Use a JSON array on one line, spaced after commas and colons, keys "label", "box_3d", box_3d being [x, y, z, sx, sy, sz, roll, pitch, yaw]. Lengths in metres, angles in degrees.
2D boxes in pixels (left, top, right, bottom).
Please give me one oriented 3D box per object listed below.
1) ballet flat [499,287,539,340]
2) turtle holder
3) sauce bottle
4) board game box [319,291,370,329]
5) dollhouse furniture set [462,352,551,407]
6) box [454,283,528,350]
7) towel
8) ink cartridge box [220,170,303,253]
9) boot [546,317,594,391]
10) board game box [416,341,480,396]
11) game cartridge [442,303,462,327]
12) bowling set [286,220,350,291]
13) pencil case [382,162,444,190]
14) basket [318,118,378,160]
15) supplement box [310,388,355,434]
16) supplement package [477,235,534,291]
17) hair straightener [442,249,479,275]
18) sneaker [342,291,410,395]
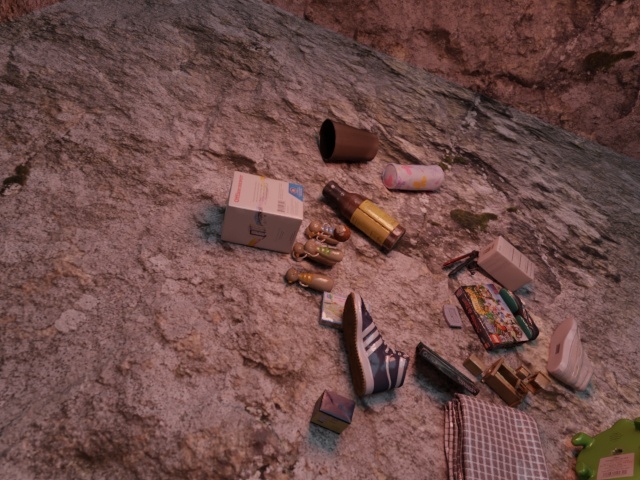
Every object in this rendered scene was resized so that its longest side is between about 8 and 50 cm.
[{"label": "ballet flat", "box_3d": [0.714, 0.259, 1.452, 0.074, 0.074, 0.203, -5, 57, -27]}, {"label": "turtle holder", "box_3d": [0.827, 0.621, 1.079, 0.227, 0.243, 0.320, 57, 11, 10]}, {"label": "sauce bottle", "box_3d": [0.156, -0.103, 1.520, 0.344, 0.111, 0.111, 41, 46, 15]}, {"label": "board game box", "box_3d": [0.076, 0.223, 1.242, 0.154, 0.026, 0.103, 16, 45, -9]}, {"label": "dollhouse furniture set", "box_3d": [0.560, 0.374, 1.212, 0.182, 0.161, 0.101, 45, 48, 18]}, {"label": "box", "box_3d": [0.591, 0.261, 1.414, 0.159, 0.044, 0.233, -1, 49, -24]}, {"label": "towel", "box_3d": [0.443, 0.554, 1.024, 0.235, 0.121, 0.284, 18, 45, -6]}, {"label": "ink cartridge box", "box_3d": [-0.188, -0.090, 1.319, 0.232, 0.168, 0.171, 12, 45, -13]}, {"label": "boot", "box_3d": [0.866, 0.391, 1.391, 0.123, 0.095, 0.258, 39, 54, 6]}, {"label": "board game box", "box_3d": [0.364, 0.368, 1.175, 0.186, 0.026, 0.126, 36, 0, 11]}, {"label": "game cartridge", "box_3d": [0.445, 0.256, 1.378, 0.056, 0.017, 0.083, 11, 46, -18]}, {"label": "bowling set", "box_3d": [0.000, 0.000, 1.305, 0.154, 0.200, 0.287, 17, 41, -6]}, {"label": "pencil case", "box_3d": [0.412, -0.284, 1.798, 0.273, 0.113, 0.124, -3, 42, -26]}, {"label": "basket", "box_3d": [0.128, -0.426, 1.789, 0.227, 0.154, 0.204, 4, 49, -24]}, {"label": "supplement box", "box_3d": [0.030, 0.421, 0.996, 0.083, 0.083, 0.056, 24, 44, -1]}, {"label": "supplement package", "box_3d": [0.714, 0.091, 1.562, 0.179, 0.105, 0.105, 40, 43, -2]}, {"label": "hair straightener", "box_3d": [0.566, 0.097, 1.569, 0.230, 0.047, 0.089, -15, 73, -40]}, {"label": "sneaker", "box_3d": [0.157, 0.284, 1.150, 0.153, 0.099, 0.282, 2, 64, -18]}]
